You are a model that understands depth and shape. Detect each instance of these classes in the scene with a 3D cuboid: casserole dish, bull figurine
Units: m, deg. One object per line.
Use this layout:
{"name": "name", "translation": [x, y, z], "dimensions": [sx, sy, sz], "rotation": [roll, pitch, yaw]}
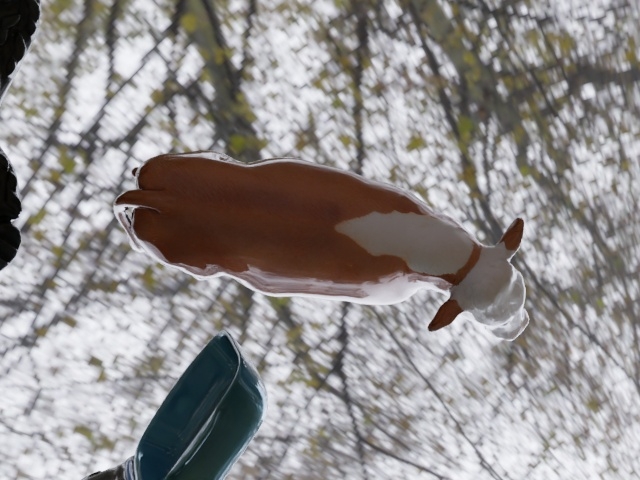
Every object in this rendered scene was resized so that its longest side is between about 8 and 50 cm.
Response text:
{"name": "casserole dish", "translation": [-0.078, 0.123, 1.131], "dimensions": [0.037, 0.188, 0.114], "rotation": [35, -89, -10]}
{"name": "bull figurine", "translation": [0.000, 0.000, 1.229], "dimensions": [0.310, 0.188, 0.101], "rotation": [16, -97, -13]}

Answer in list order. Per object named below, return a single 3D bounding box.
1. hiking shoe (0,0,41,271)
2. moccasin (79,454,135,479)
{"name": "hiking shoe", "translation": [-0.291, -0.117, 1.274], "dimensions": [0.132, 0.113, 0.304], "rotation": [-5, -102, 51]}
{"name": "moccasin", "translation": [-0.089, 0.227, 1.133], "dimensions": [0.117, 0.137, 0.342], "rotation": [-45, -141, -13]}
